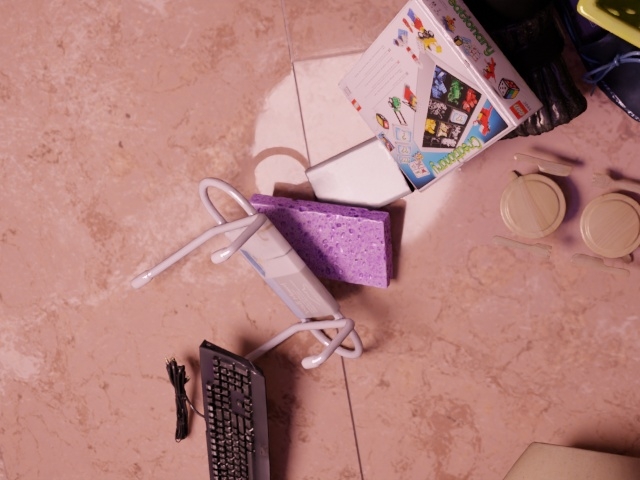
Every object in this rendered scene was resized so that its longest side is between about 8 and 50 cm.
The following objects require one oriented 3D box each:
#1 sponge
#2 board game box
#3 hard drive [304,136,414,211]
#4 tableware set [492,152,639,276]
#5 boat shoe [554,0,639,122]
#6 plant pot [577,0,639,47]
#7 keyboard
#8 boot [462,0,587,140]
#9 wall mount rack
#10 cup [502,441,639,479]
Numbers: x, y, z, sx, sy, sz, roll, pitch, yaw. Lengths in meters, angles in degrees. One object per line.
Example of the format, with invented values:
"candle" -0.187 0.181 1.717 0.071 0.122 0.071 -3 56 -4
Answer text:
"sponge" 0.000 0.000 1.617 0.210 0.031 0.117 9 126 19
"board game box" 0.139 -0.185 1.414 0.193 0.053 0.305 53 159 -1
"hard drive" 0.056 -0.086 1.595 0.135 0.022 0.094 -24 95 24
"tableware set" 0.337 -0.033 1.499 0.194 0.039 0.128 15 98 10
"boat shoe" 0.351 -0.249 1.402 0.109 0.089 0.258 -39 89 25
"plant pot" 0.443 -0.307 1.225 0.228 0.207 0.227 31 113 12
"keyboard" -0.162 0.289 1.729 0.201 0.033 0.317 21 128 30
"boot" 0.247 -0.254 1.327 0.131 0.348 0.260 -15 96 -4
"wall mount rack" -0.112 0.084 1.630 0.350 0.130 0.304 51 152 -14
"cup" 0.350 0.398 1.491 0.331 0.331 0.237 6 82 19
